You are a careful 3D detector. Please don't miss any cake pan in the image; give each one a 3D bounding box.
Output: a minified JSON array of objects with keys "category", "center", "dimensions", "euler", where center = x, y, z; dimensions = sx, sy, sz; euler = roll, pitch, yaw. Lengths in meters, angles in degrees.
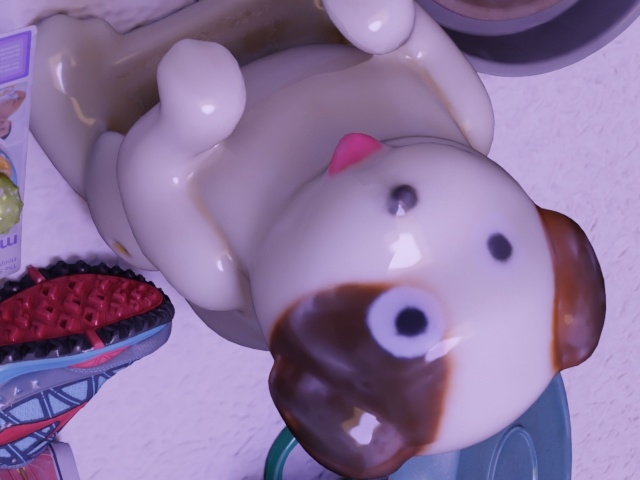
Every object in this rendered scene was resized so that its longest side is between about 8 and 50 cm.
[{"category":"cake pan","center":[0.160,-0.274,1.475],"dimensions":[0.293,0.054,0.293],"euler":[-10,114,-24]}]

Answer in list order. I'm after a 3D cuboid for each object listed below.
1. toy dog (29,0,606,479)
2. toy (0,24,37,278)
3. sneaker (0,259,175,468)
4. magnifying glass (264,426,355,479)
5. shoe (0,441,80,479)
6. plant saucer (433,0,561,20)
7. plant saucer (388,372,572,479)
[{"category":"toy dog","center":[0.000,0.000,1.292],"dimensions":[0.285,0.408,0.395],"euler":[-19,117,-19]},{"category":"toy","center":[-0.250,-0.028,1.300],"dimensions":[0.137,0.056,0.237],"euler":[-21,140,-30]},{"category":"sneaker","center":[-0.230,0.107,1.419],"dimensions":[0.262,0.104,0.125],"euler":[-22,136,-14]},{"category":"magnifying glass","center":[0.024,0.132,1.586],"dimensions":[0.092,0.026,0.231],"euler":[16,101,-31]},{"category":"shoe","center":[-0.212,0.243,1.443],"dimensions":[0.081,0.178,0.063],"euler":[-11,159,-19]},{"category":"plant saucer","center":[0.146,-0.296,1.377],"dimensions":[0.278,0.041,0.277],"euler":[-18,123,-30]},{"category":"plant saucer","center":[0.142,0.201,1.556],"dimensions":[0.318,0.044,0.317],"euler":[-9,101,-62]}]
